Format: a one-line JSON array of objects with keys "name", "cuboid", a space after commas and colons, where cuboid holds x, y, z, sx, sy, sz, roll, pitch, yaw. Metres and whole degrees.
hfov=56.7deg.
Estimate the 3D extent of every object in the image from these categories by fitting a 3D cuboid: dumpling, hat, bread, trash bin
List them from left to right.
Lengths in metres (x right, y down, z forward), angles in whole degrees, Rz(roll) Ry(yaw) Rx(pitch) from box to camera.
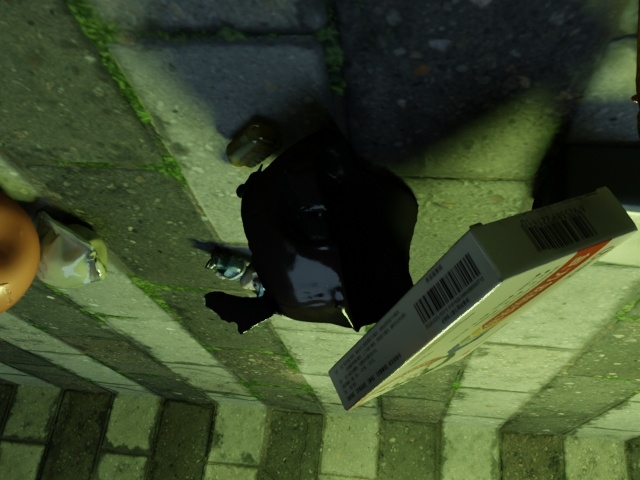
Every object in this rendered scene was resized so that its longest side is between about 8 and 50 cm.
[{"name": "dumpling", "cuboid": [-0.453, 0.013, 1.041, 0.181, 0.111, 0.155, -6, 122, 12]}, {"name": "bread", "cuboid": [-0.084, -0.118, 0.735, 0.049, 0.034, 0.088, 20, 154, -28]}, {"name": "hat", "cuboid": [-0.009, 0.010, 0.768, 0.209, 0.238, 0.336, -11, 159, 30]}, {"name": "trash bin", "cuboid": [0.394, -0.036, 0.717, 0.236, 0.101, 0.177, 7, 157, 7]}]

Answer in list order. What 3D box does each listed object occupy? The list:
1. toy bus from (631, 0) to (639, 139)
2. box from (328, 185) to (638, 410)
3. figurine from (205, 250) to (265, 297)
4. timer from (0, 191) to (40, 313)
[{"name": "toy bus", "cuboid": [0.310, -0.152, 0.513, 0.069, 0.074, 0.162, -12, 148, 20]}, {"name": "box", "cuboid": [0.166, 0.081, 0.692, 0.214, 0.069, 0.353, -15, 156, -32]}, {"name": "figurine", "cuboid": [-0.139, 0.055, 1.097, 0.136, 0.079, 0.077, 36, 171, -10]}, {"name": "timer", "cuboid": [-0.570, 0.022, 0.929, 0.214, 0.230, 0.229, -12, 149, 33]}]
